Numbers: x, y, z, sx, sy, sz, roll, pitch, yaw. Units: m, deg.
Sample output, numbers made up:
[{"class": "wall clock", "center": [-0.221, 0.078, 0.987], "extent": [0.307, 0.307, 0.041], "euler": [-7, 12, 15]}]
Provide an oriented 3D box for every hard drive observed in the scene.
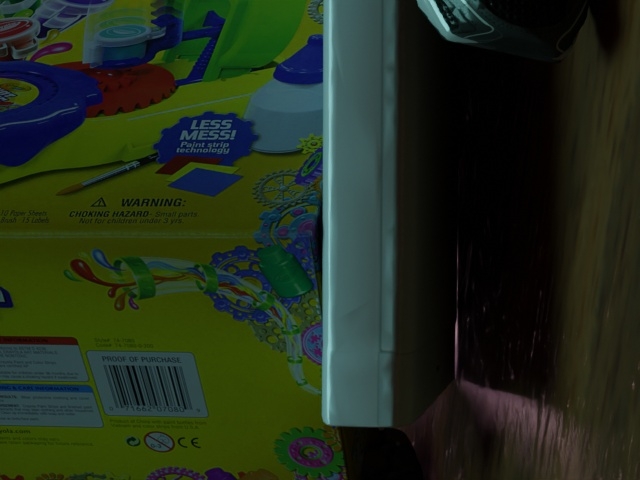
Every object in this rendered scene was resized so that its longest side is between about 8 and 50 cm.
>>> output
[{"class": "hard drive", "center": [0.035, -0.082, 0.649], "extent": [0.203, 0.040, 0.307], "euler": [-2, -87, -79]}]

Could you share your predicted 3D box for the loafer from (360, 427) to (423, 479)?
[{"class": "loafer", "center": [0.032, 0.186, 0.752], "extent": [0.223, 0.076, 0.078], "euler": [-94, 2, -62]}]

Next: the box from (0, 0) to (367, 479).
[{"class": "box", "center": [-0.115, -0.027, 0.741], "extent": [0.279, 0.290, 0.177], "euler": [-79, -15, -49]}]

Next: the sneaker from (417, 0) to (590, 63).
[{"class": "sneaker", "center": [0.067, -0.153, 0.509], "extent": [0.077, 0.072, 0.178], "euler": [116, 152, -70]}]
